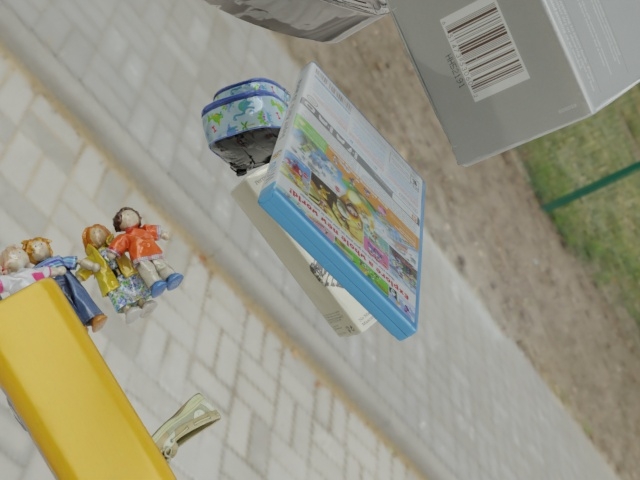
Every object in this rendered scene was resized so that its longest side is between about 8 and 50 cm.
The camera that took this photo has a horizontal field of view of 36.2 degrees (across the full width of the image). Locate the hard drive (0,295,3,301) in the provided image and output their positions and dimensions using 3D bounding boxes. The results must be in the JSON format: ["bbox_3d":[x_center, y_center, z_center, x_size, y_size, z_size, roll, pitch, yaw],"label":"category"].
[{"bbox_3d":[-0.536,0.078,1.465,0.094,0.022,0.135,-40,132,-29],"label":"hard drive"}]

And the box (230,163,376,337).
[{"bbox_3d":[0.000,0.000,1.415,0.275,0.113,0.094,52,-20,-4],"label":"box"}]

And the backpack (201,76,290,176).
[{"bbox_3d":[-0.079,-0.132,1.101,0.114,0.105,0.084,25,50,-70],"label":"backpack"}]

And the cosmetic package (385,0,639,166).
[{"bbox_3d":[0.160,-0.151,0.659,0.238,0.107,0.127,-29,96,-52],"label":"cosmetic package"}]

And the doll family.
[{"bbox_3d":[-0.328,0.050,1.337,0.263,0.118,0.163,-22,65,-34],"label":"doll family"}]

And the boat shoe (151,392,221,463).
[{"bbox_3d":[-0.191,0.263,1.300,0.048,0.056,0.153,40,39,6],"label":"boat shoe"}]

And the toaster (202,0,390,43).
[{"bbox_3d":[-0.025,-0.258,0.838,0.227,0.146,0.129,15,84,-26],"label":"toaster"}]

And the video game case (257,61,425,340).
[{"bbox_3d":[0.020,-0.030,0.594,0.119,0.015,0.166,45,28,-21],"label":"video game case"}]

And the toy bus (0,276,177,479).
[{"bbox_3d":[-0.253,0.213,1.071,0.332,0.108,0.130,57,-22,5],"label":"toy bus"}]
